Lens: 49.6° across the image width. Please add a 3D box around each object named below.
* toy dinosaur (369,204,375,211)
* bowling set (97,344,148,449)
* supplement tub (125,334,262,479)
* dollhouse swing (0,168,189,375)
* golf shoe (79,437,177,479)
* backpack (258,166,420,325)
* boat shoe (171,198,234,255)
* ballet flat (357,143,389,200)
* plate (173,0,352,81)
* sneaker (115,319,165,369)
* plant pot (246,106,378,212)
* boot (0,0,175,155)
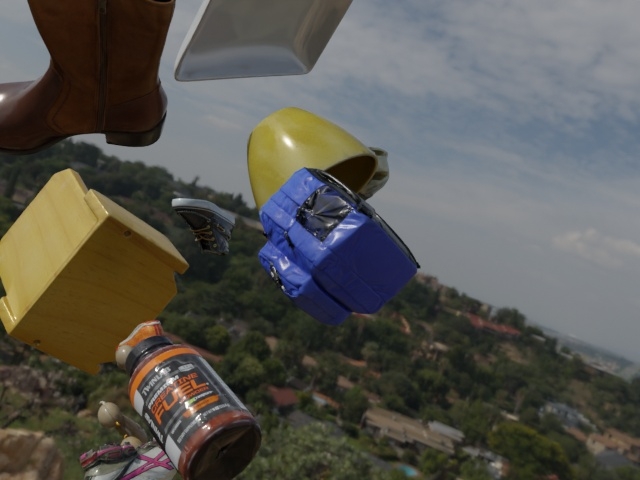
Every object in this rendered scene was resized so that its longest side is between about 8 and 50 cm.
[{"bbox_3d":[0.062,-0.061,1.194,0.082,0.047,0.090,27,2,-11],"label":"toy dinosaur"},{"bbox_3d":[-0.311,0.337,1.185,0.287,0.200,0.154,31,-23,40],"label":"bowling set"},{"bbox_3d":[-0.164,0.198,0.839,0.106,0.106,0.198,20,13,-49],"label":"supplement tub"},{"bbox_3d":[-0.554,0.058,1.640,0.315,0.346,0.305,37,6,-32],"label":"dollhouse swing"},{"bbox_3d":[-0.228,0.309,0.926,0.186,0.085,0.067,3,-30,-46],"label":"golf shoe"},{"bbox_3d":[0.000,0.000,0.569,0.098,0.101,0.120,51,-2,-43],"label":"backpack"},{"bbox_3d":[-0.220,-0.023,1.316,0.065,0.083,0.183,-1,-12,23],"label":"boat shoe"},{"bbox_3d":[0.044,-0.101,1.012,0.096,0.095,0.280,-7,-4,23],"label":"ballet flat"},{"bbox_3d":[-0.046,-0.328,0.886,0.045,0.277,0.278,49,37,16],"label":"plate"},{"bbox_3d":[-0.350,0.217,1.338,0.064,0.067,0.175,-4,-28,-36],"label":"sneaker"},{"bbox_3d":[-0.022,-0.080,0.714,0.095,0.134,0.134,55,10,15],"label":"plant pot"},{"bbox_3d":[-0.297,-0.189,0.758,0.264,0.096,0.280,6,-21,-11],"label":"boot"}]
